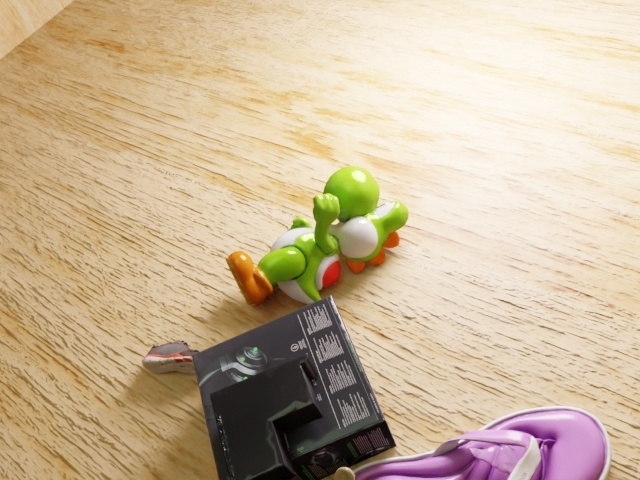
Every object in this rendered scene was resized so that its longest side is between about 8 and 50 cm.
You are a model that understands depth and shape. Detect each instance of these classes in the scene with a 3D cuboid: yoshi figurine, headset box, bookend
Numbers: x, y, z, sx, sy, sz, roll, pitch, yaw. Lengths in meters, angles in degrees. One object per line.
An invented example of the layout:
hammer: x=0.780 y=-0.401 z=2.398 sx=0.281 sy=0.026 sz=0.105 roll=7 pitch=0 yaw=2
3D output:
yoshi figurine: x=-0.013 y=-0.023 z=1.179 sx=0.362 sy=0.203 sz=0.203 roll=-26 pitch=43 yaw=-8
headset box: x=-0.057 y=0.268 z=0.999 sx=0.283 sy=0.131 sz=0.246 roll=-24 pitch=50 yaw=-2
bookend: x=-0.060 y=0.270 z=0.867 sx=0.157 sy=0.072 sz=0.156 roll=-23 pitch=52 yaw=-2

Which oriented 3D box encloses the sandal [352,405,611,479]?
sandal: x=0.222 y=0.346 z=0.870 sx=0.417 sy=0.102 sz=0.169 roll=-20 pitch=50 yaw=1

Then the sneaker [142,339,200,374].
sneaker: x=-0.264 y=0.214 z=1.155 sx=0.158 sy=0.061 sz=0.064 roll=-2 pitch=46 yaw=15

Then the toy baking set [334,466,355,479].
toy baking set: x=0.083 y=0.423 z=0.837 sx=0.256 sy=0.030 sz=0.196 roll=3 pitch=91 yaw=17
